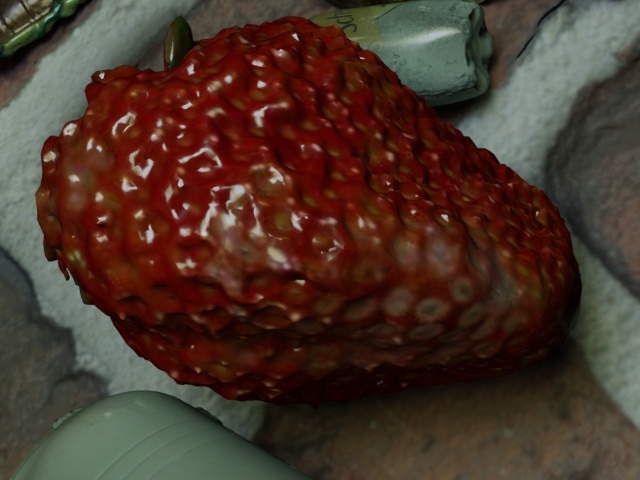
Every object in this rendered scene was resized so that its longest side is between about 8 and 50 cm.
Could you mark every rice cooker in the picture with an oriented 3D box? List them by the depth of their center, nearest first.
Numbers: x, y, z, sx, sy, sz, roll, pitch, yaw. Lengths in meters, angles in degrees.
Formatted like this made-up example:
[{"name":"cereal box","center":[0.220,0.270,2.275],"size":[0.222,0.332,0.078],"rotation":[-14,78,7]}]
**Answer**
[{"name":"rice cooker","center":[-0.085,0.230,0.824],"size":[0.244,0.226,0.226],"rotation":[22,80,31]}]

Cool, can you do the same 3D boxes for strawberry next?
[{"name":"strawberry","center":[0.000,0.000,0.841],"size":[0.351,0.312,0.267],"rotation":[20,108,10]}]

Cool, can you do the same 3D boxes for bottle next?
[{"name":"bottle","center":[-0.001,-0.139,0.999],"size":[0.270,0.083,0.083],"rotation":[-2,70,23]}]

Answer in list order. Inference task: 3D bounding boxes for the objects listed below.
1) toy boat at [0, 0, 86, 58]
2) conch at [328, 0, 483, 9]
[{"name":"toy boat","center":[-0.226,-0.263,1.139],"size":[0.293,0.108,0.099],"rotation":[-29,30,5]},{"name":"conch","center":[0.040,-0.312,1.006],"size":[0.210,0.159,0.291],"rotation":[-40,62,4]}]
